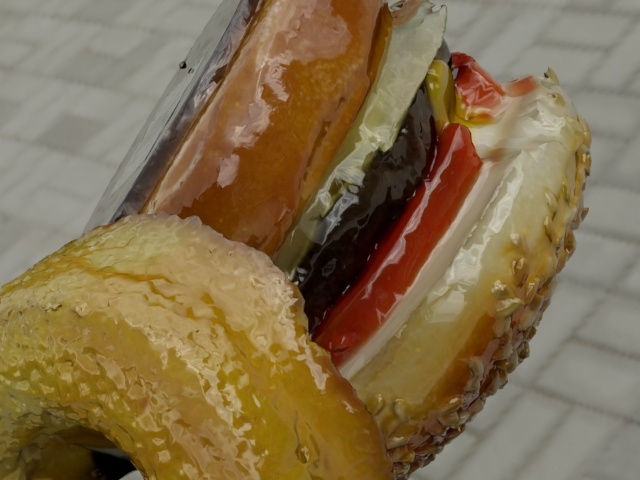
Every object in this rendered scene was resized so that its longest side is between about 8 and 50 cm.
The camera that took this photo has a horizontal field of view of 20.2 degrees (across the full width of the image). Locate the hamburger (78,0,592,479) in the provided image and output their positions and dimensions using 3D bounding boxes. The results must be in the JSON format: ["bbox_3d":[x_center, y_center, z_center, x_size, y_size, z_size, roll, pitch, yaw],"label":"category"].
[{"bbox_3d":[0.000,0.000,1.099,0.330,0.250,0.330,-57,10,15],"label":"hamburger"}]

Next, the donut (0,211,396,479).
[{"bbox_3d":[-0.083,0.113,0.824,0.253,0.253,0.118,-14,6,31],"label":"donut"}]
